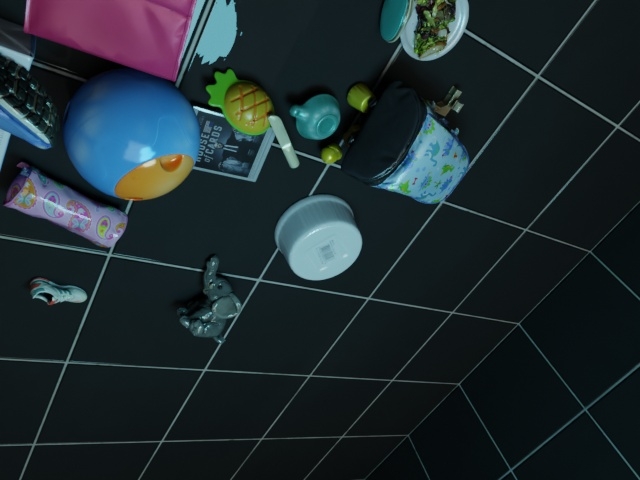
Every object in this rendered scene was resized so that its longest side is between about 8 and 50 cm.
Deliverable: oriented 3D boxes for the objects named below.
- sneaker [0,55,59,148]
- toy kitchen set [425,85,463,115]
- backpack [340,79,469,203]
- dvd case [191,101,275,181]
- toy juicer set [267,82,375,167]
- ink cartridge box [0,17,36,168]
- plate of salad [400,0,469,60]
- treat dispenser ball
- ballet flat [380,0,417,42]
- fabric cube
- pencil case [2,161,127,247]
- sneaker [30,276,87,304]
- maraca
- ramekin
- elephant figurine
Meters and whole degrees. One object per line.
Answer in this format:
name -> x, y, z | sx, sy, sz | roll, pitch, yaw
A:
sneaker -> -0.640, -0.273, 0.926 | 0.147, 0.130, 0.330 | -34, 130, 22
toy kitchen set -> 0.366, -0.408, 1.490 | 0.075, 0.068, 0.083 | 12, 124, -33
backpack -> 0.266, -0.247, 1.465 | 0.290, 0.273, 0.355 | -58, 159, 10
dvd case -> -0.255, -0.259, 1.373 | 0.238, 0.030, 0.179 | 8, 125, -31
toy juicer set -> -0.006, -0.303, 1.404 | 0.329, 0.089, 0.209 | -20, 140, -22
ink cartridge box -> -0.775, -0.277, 1.031 | 0.270, 0.151, 0.395 | 15, 121, -35
plate of salad -> 0.303, -0.564, 1.333 | 0.199, 0.048, 0.200 | -12, 134, -13
treat dispenser ball -> -0.415, -0.233, 1.138 | 0.288, 0.288, 0.288 | -13, 134, -14
ballet flat -> 0.206, -0.609, 1.232 | 0.086, 0.086, 0.248 | -8, 132, -18
fabric cube -> -0.358, -0.488, 0.932 | 0.258, 0.254, 0.259 | 12, 125, -23
pencil case -> -0.641, -0.084, 1.297 | 0.124, 0.124, 0.284 | -43, 133, 16
sneaker -> -0.767, 0.165, 1.494 | 0.161, 0.075, 0.057 | 28, 115, -39
maraca -> -0.197, -0.343, 1.273 | 0.185, 0.099, 0.127 | 34, 74, -27
ramekin -> 0.000, 0.000, 1.650 | 0.277, 0.135, 0.277 | -12, 134, -13
elephant figurine -> -0.340, 0.197, 1.677 | 0.239, 0.169, 0.186 | -49, 162, 1
